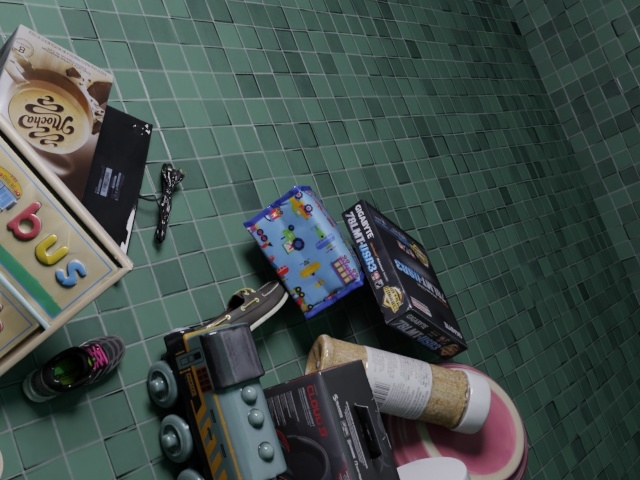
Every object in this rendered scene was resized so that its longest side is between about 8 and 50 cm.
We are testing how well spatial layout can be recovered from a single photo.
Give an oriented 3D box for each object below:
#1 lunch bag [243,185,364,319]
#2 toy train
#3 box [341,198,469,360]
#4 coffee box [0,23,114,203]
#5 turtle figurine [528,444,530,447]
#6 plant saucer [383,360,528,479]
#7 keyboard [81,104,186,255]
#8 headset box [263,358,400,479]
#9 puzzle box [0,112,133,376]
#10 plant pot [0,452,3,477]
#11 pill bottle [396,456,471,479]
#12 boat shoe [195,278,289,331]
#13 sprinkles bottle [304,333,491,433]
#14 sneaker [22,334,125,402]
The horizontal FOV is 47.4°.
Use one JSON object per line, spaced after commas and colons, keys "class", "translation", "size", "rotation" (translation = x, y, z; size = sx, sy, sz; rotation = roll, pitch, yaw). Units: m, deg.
{"class": "lunch bag", "translation": [0.000, 0.000, 1.479], "size": [0.221, 0.138, 0.293], "rotation": [56, 17, 0]}
{"class": "toy train", "translation": [-0.156, 0.285, 1.140], "size": [0.142, 0.190, 0.334], "rotation": [-6, 74, -47]}
{"class": "box", "translation": [0.186, 0.088, 1.583], "size": [0.295, 0.073, 0.293], "rotation": [34, 27, -48]}
{"class": "coffee box", "translation": [-0.445, -0.157, 1.125], "size": [0.168, 0.119, 0.297], "rotation": [27, 53, -35]}
{"class": "turtle figurine", "translation": [0.363, 0.452, 1.652], "size": [0.234, 0.118, 0.175], "rotation": [39, 38, -7]}
{"class": "plant saucer", "translation": [0.299, 0.401, 1.539], "size": [0.332, 0.084, 0.332], "rotation": [11, 55, -15]}
{"class": "keyboard", "translation": [-0.339, -0.081, 1.265], "size": [0.201, 0.033, 0.317], "rotation": [22, 56, -30]}
{"class": "headset box", "translation": [-0.013, 0.331, 1.187], "size": [0.110, 0.293, 0.218], "rotation": [-7, 76, -48]}
{"class": "puzzle box", "translation": [-0.480, -0.032, 0.948], "size": [0.272, 0.052, 0.409], "rotation": [-41, 104, -6]}
{"class": "plant pot", "translation": [-0.498, 0.306, 0.749], "size": [0.284, 0.284, 0.191], "rotation": [11, 98, -43]}
{"class": "pill bottle", "translation": [0.227, 0.587, 1.218], "size": [0.229, 0.229, 0.408], "rotation": [-26, 97, -49]}
{"class": "boat shoe", "translation": [-0.139, 0.127, 1.324], "size": [0.069, 0.081, 0.228], "rotation": [58, 43, -12]}
{"class": "sprinkles bottle", "translation": [0.151, 0.281, 1.422], "size": [0.355, 0.121, 0.121], "rotation": [17, 56, -14]}
{"class": "sneaker", "translation": [-0.350, 0.184, 1.079], "size": [0.170, 0.074, 0.063], "rotation": [-24, 88, -50]}
